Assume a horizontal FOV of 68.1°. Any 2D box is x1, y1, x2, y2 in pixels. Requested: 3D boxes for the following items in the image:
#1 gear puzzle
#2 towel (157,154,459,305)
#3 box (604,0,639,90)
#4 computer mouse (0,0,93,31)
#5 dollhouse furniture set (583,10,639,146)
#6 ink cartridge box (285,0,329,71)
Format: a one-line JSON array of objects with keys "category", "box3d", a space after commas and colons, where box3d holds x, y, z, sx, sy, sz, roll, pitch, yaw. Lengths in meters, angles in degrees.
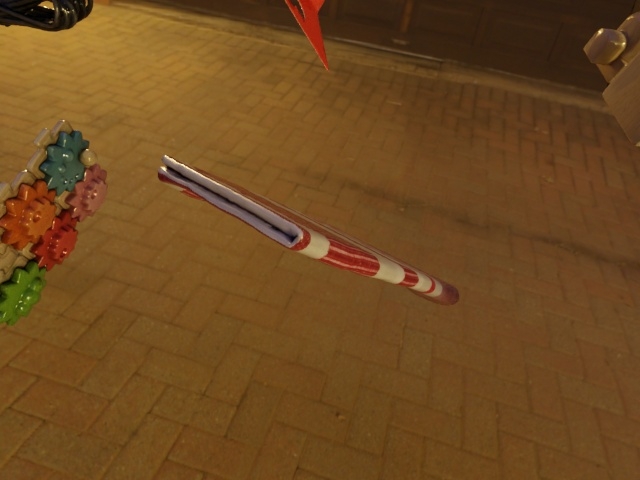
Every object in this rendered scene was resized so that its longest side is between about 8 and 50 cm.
[{"category": "gear puzzle", "box3d": [-0.358, 0.025, 0.573, 0.044, 0.175, 0.338, 21, 66, 2]}, {"category": "towel", "box3d": [0.000, 0.000, 0.553, 0.237, 0.037, 0.329, 27, 4, 39]}, {"category": "box", "box3d": [0.367, -0.174, 0.453, 0.078, 0.147, 0.180, -1, 41, 4]}, {"category": "computer mouse", "box3d": [-0.277, -0.255, 0.326, 0.184, 0.262, 0.060, 5, 54, 3]}, {"category": "dollhouse furniture set", "box3d": [0.266, -0.160, 0.301, 0.123, 0.144, 0.151, 1, 58, -15]}, {"category": "ink cartridge box", "box3d": [-0.021, -0.303, 0.421, 0.066, 0.189, 0.232, -20, 70, 16]}]
